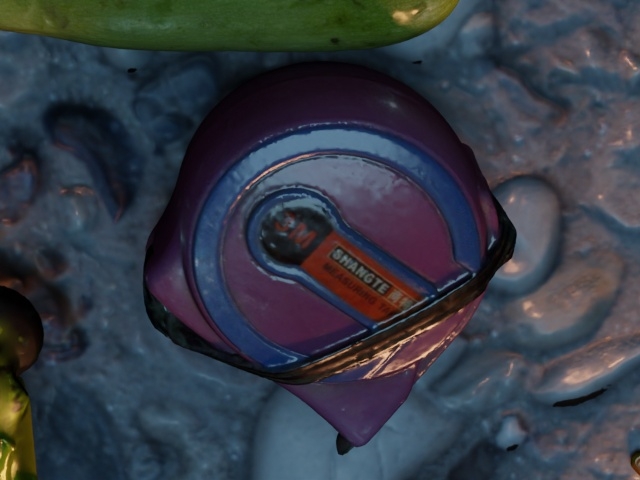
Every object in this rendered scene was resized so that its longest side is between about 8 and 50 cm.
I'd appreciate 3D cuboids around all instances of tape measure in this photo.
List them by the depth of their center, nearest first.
[{"bbox_3d":[0.000,0.000,1.197,0.231,0.149,0.245,37,107,-18],"label":"tape measure"}]

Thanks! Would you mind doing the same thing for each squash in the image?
[{"bbox_3d":[-0.085,-0.184,1.145,0.370,0.118,0.118,-1,107,-2],"label":"squash"}]

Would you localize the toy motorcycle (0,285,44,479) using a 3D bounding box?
[{"bbox_3d":[-0.286,0.175,1.216,0.206,0.142,0.342,-17,126,-23],"label":"toy motorcycle"}]

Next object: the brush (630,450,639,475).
[{"bbox_3d":[0.309,0.221,1.357,0.170,0.014,0.043,39,98,-14],"label":"brush"}]
